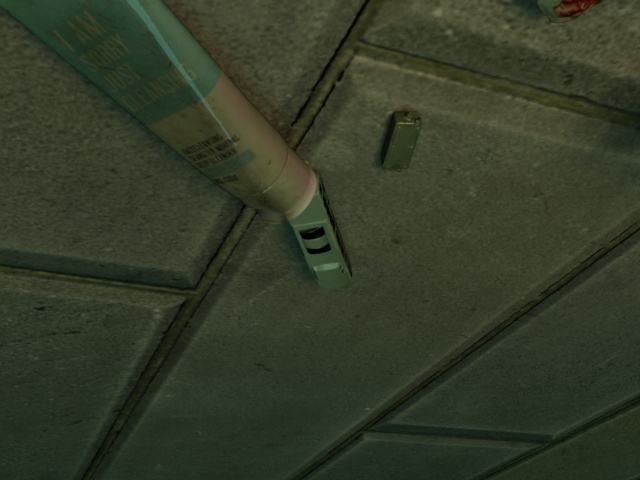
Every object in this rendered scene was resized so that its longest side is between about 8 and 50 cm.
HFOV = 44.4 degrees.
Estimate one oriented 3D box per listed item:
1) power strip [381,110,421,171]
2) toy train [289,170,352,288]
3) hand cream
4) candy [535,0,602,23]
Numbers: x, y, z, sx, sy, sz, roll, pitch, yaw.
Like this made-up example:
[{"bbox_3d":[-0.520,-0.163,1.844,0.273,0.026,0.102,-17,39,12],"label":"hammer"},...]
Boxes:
[{"bbox_3d":[0.076,-0.094,0.735,0.027,0.017,0.083,-1,148,-8],"label":"power strip"},{"bbox_3d":[0.000,0.000,0.849,0.043,0.047,0.207,-9,147,9],"label":"toy train"},{"bbox_3d":[-0.111,-0.118,0.627,0.111,0.070,0.312,-20,142,28],"label":"hand cream"},{"bbox_3d":[0.287,-0.219,0.523,0.292,0.059,0.086,-18,143,19],"label":"candy"}]
